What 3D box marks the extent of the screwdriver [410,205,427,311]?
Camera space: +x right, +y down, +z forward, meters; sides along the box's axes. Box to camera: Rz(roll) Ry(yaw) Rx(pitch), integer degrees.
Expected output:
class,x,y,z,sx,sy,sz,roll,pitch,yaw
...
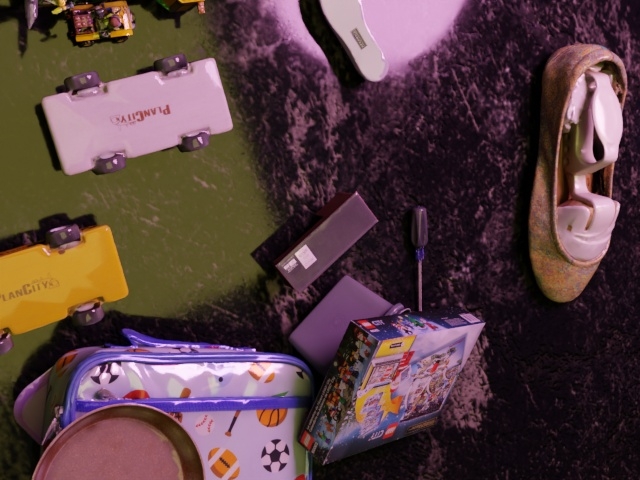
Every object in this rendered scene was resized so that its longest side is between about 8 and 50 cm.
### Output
class,x,y,z,sx,sy,sz,roll,pitch,yaw
screwdriver,0.126,0.038,1.015,0.024,0.025,0.170,-7,108,-22

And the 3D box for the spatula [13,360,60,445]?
class,x,y,z,sx,sy,sz,roll,pitch,yaw
spatula,-0.231,0.264,0.886,0.084,0.030,0.296,-38,109,-17

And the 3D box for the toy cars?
class,x,y,z,sx,sy,sz,roll,pitch,yaw
toy cars,-0.249,-0.044,0.816,0.176,0.087,0.394,35,80,-27

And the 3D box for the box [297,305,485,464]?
class,x,y,z,sx,sy,sz,roll,pitch,yaw
box,0.089,0.161,0.916,0.233,0.044,0.159,1,118,-51

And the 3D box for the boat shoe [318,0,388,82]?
class,x,y,z,sx,sy,sz,roll,pitch,yaw
boat shoe,0.033,-0.250,0.925,0.049,0.040,0.142,-30,106,-7

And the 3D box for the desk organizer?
class,x,y,z,sx,sy,sz,roll,pitch,yaw
desk organizer,0.000,0.000,0.937,0.130,0.050,0.047,-43,110,-12

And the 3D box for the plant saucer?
class,x,y,z,sx,sy,sz,roll,pitch,yaw
plant saucer,-0.191,0.238,0.742,0.168,0.029,0.169,3,84,-31

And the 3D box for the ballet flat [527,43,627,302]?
class,x,y,z,sx,sy,sz,roll,pitch,yaw
ballet flat,0.343,-0.082,1.032,0.123,0.123,0.349,-2,98,-22

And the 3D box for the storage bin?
class,x,y,z,sx,sy,sz,roll,pitch,yaw
storage bin,0.033,0.114,0.943,0.091,0.098,0.135,39,79,24

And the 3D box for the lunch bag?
class,x,y,z,sx,sy,sz,roll,pitch,yaw
lunch bag,-0.152,0.221,0.849,0.303,0.115,0.243,7,86,-32

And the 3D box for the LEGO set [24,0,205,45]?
class,x,y,z,sx,sy,sz,roll,pitch,yaw
LEGO set,-0.204,-0.359,0.732,0.254,0.192,0.331,-4,98,-22
